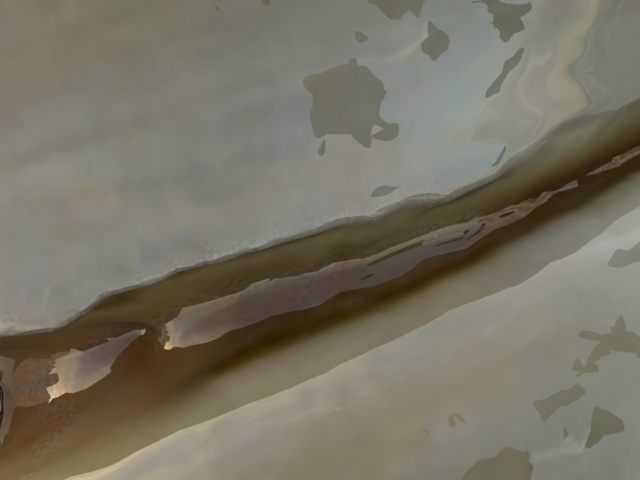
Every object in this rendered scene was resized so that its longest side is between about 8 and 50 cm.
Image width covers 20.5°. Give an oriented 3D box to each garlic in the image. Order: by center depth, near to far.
[{"bbox_3d":[0.000,0.000,0.455,0.313,0.249,0.286,-11,106,-41],"label":"garlic"}]
